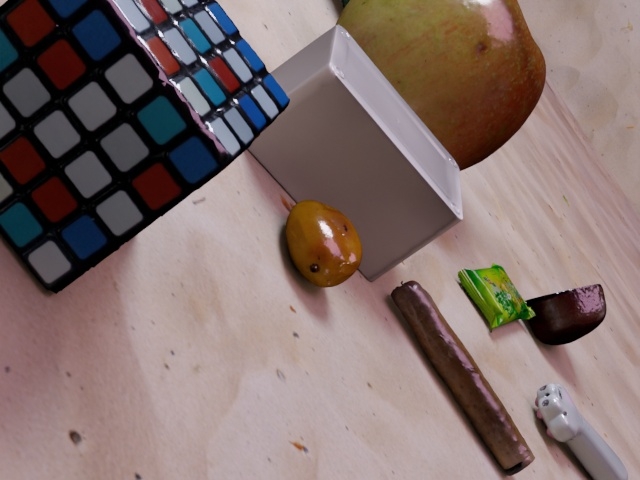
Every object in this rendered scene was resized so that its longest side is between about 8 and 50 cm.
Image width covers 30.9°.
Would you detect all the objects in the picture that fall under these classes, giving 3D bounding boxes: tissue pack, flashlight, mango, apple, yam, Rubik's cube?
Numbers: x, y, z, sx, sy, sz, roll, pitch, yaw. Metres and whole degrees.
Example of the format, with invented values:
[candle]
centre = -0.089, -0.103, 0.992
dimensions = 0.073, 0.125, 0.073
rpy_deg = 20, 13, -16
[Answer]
[tissue pack]
centre = 0.042, -0.104, 1.356
dimensions = 0.246, 0.136, 0.159
rpy_deg = 48, 23, -20
[flashlight]
centre = 0.359, 0.277, 1.599
dimensions = 0.200, 0.047, 0.093
rpy_deg = 48, 23, -25
[mango]
centre = 0.000, 0.000, 1.223
dimensions = 0.080, 0.060, 0.114
rpy_deg = 25, 36, -26
[apple]
centre = 0.178, -0.260, 1.672
dimensions = 0.319, 0.277, 0.319
rpy_deg = 46, 23, -26
[yam]
centre = 0.167, 0.159, 1.364
dimensions = 0.264, 0.046, 0.046
rpy_deg = 57, 22, 1
[Rubik's cube]
centre = -0.160, -0.103, 0.869
dimensions = 0.184, 0.187, 0.182
rpy_deg = 51, 22, -6

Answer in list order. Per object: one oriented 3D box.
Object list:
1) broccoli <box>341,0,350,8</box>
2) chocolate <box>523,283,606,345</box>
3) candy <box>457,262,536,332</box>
[broccoli]
centre = 0.168, -0.450, 1.922
dimensions = 0.297, 0.297, 0.297
rpy_deg = 58, -9, 14
[chocolate]
centre = 0.388, 0.119, 1.804
dimensions = 0.149, 0.125, 0.080
rpy_deg = 11, 65, -66
[candy]
centre = 0.257, 0.078, 1.684
dimensions = 0.102, 0.032, 0.178
rpy_deg = 60, 22, 12
